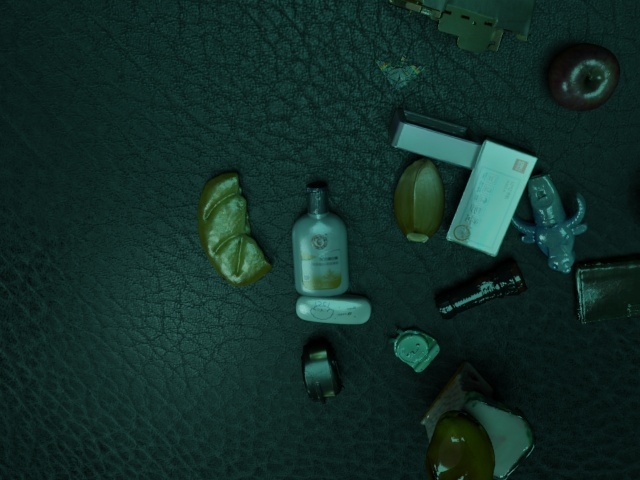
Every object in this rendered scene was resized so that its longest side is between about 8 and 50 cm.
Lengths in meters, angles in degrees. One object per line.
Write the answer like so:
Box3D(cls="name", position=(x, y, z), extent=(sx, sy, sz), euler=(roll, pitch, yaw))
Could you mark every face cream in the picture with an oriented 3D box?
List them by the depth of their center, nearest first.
Box3D(cls="face cream", position=(0.000, 0.000, 1.753), extent=(0.144, 0.071, 0.291), euler=(-1, 110, 2))

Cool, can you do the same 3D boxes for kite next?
Box3D(cls="kite", position=(0.185, -0.396, 1.635), extent=(0.122, 0.004, 0.090), euler=(11, 111, -3))

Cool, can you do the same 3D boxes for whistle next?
Box3D(cls="whistle", position=(0.568, -0.039, 1.713), extent=(0.180, 0.093, 0.269), euler=(-14, 110, 33))

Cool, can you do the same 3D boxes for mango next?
Box3D(cls="mango", position=(0.327, 0.514, 1.653), extent=(0.166, 0.136, 0.236), euler=(-17, 108, -11))

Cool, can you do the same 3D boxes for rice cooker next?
Box3D(cls="rice cooker", position=(0.001, 0.349, 1.862), extent=(0.106, 0.112, 0.165), euler=(-19, 109, 2))

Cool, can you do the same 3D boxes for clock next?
Box3D(cls="clock", position=(0.262, -0.238, 1.616), extent=(0.197, 0.150, 0.063), euler=(16, 113, -4))
Box3D(cls="clock", position=(0.242, 0.283, 1.868), extent=(0.135, 0.041, 0.101), euler=(32, 108, -10))

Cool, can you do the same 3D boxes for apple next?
Box3D(cls="apple", position=(0.589, -0.368, 1.576), extent=(0.153, 0.120, 0.153), euler=(0, 116, 0))

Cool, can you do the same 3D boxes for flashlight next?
Box3D(cls="flashlight", position=(0.404, 0.129, 1.785), extent=(0.232, 0.093, 0.093), euler=(-23, 108, 13))

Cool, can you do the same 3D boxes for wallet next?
Box3D(cls="wallet", position=(0.813, 0.116, 1.791), extent=(0.317, 0.044, 0.169), euler=(-8, 106, 3))

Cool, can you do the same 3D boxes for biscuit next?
Box3D(cls="biscuit", position=(-0.232, -0.019, 1.766), extent=(0.154, 0.045, 0.299), euler=(-16, 109, 9))

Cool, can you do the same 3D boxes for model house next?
Box3D(cls="model house", position=(0.266, -0.514, 1.473), extent=(0.326, 0.244, 0.169), euler=(1, 118, -35))
Box3D(cls="model house", position=(0.410, 0.456, 1.829), extent=(0.237, 0.237, 0.202), euler=(22, 108, -11))

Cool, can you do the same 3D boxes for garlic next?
Box3D(cls="garlic", position=(0.235, -0.107, 1.690), extent=(0.115, 0.128, 0.207), euler=(13, 109, 41))

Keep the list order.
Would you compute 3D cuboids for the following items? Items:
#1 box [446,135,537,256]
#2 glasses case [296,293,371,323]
Box3D(cls="box", position=(0.408, -0.106, 1.686), extent=(0.135, 0.079, 0.269), euler=(21, 109, 8))
Box3D(cls="glasses case", position=(0.034, 0.177, 1.829), extent=(0.197, 0.049, 0.076), euler=(5, 111, -1))
